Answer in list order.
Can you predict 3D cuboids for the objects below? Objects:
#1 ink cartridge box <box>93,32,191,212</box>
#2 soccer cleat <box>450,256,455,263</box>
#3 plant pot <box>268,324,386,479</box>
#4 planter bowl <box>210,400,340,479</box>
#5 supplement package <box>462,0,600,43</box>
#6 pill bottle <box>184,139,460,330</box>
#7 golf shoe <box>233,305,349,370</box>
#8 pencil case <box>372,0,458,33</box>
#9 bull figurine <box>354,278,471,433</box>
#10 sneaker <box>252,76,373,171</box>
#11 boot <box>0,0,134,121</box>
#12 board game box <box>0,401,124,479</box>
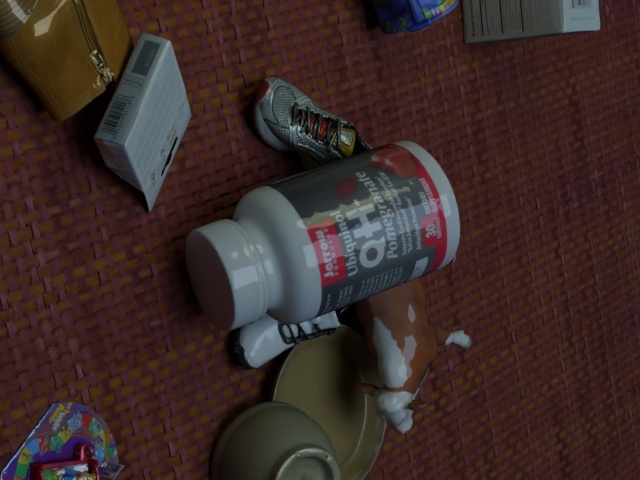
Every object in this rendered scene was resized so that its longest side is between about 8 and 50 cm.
[{"bbox_3d":[-0.203,-0.135,1.711,0.179,0.045,0.145,87,21,-67],"label":"ink cartridge box"},{"bbox_3d":[0.191,-0.008,2.192,0.035,0.029,0.083,-23,103,-42],"label":"soccer cleat"},{"bbox_3d":[0.005,0.230,1.982,0.236,0.032,0.236,1,89,-48],"label":"plant pot"},{"bbox_3d":[-0.041,0.292,1.838,0.162,0.109,0.162,-5,100,-31],"label":"planter bowl"},{"bbox_3d":[0.314,-0.356,2.211,0.105,0.179,0.105,-13,100,-47],"label":"supplement package"},{"bbox_3d":[0.000,0.000,1.828,0.318,0.176,0.176,-20,106,-26],"label":"pill bottle"},{"bbox_3d":[-0.030,0.099,1.896,0.198,0.093,0.077,-42,121,-38],"label":"golf shoe"},{"bbox_3d":[0.079,-0.421,1.989,0.306,0.119,0.133,60,21,-29],"label":"pencil case"},{"bbox_3d":[0.108,0.101,2.011,0.188,0.101,0.310,-14,88,-57],"label":"bull figurine"},{"bbox_3d":[-0.002,-0.146,1.924,0.225,0.092,0.088,34,66,-43],"label":"sneaker"},{"bbox_3d":[-0.257,-0.293,1.644,0.295,0.104,0.211,-54,133,-27],"label":"boot"},{"bbox_3d":[-0.283,0.266,1.657,0.169,0.033,0.133,-56,129,-33],"label":"board game box"}]
